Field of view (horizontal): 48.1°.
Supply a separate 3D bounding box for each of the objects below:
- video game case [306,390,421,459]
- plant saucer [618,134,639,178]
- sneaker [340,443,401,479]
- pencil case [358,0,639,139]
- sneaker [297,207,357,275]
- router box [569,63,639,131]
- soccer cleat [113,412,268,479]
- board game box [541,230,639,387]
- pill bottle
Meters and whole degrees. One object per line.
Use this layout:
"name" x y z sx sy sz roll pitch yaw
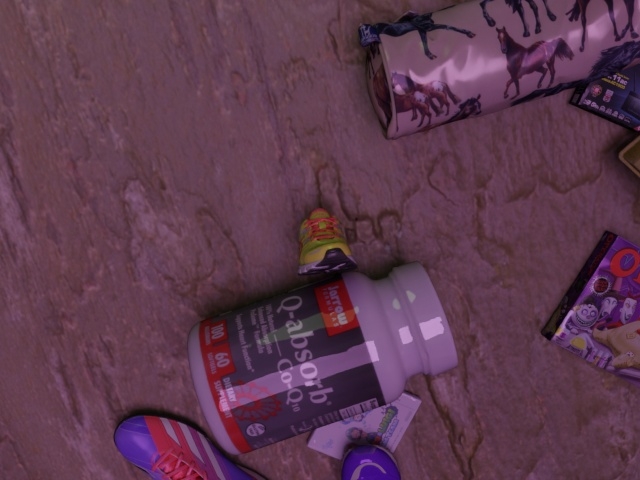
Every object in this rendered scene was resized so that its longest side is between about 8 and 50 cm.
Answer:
"video game case" 0.074 0.309 1.218 0.143 0.019 0.157 25 101 -10
"plant saucer" 0.582 -0.115 1.100 0.188 0.045 0.188 -39 77 -8
"sneaker" 0.098 0.484 1.187 0.102 0.146 0.293 -8 112 -1
"pencil case" 0.260 -0.281 1.004 0.411 0.160 0.183 -16 79 2
"sneaker" 0.000 0.000 1.045 0.082 0.208 0.094 -5 93 -8
"router box" 0.461 -0.231 1.105 0.123 0.038 0.092 20 101 -9
"soccer cleat" -0.196 0.392 1.166 0.318 0.116 0.108 37 98 -13
"board game box" 0.573 0.151 1.208 0.347 0.056 0.208 27 96 -10
"pill bottle" 0.003 0.167 1.079 0.363 0.210 0.210 -19 105 0
